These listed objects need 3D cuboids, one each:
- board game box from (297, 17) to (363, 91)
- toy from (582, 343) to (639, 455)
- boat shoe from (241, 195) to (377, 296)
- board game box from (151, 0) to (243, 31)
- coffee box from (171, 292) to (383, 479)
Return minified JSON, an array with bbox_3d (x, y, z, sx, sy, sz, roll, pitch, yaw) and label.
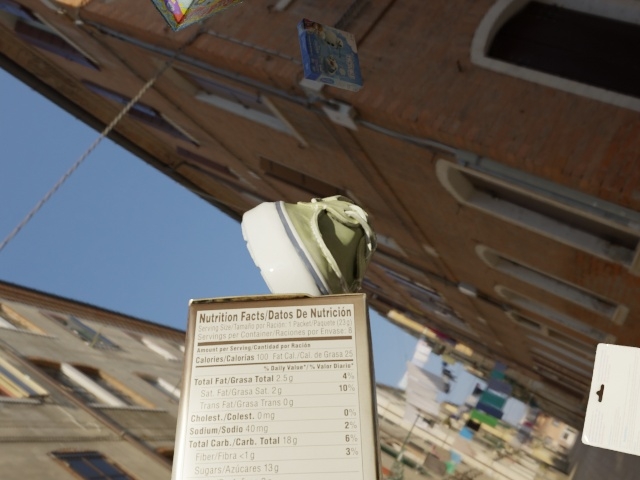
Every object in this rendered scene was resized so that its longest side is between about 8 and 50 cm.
[{"bbox_3d":[0.014,-0.261,0.915,0.090,0.020,0.090,6,-113,-35],"label":"board game box"},{"bbox_3d":[0.445,0.208,0.756,0.056,0.237,0.137,58,-133,-43],"label":"toy"},{"bbox_3d":[0.000,0.000,0.564,0.094,0.109,0.302,-27,8,3],"label":"boat shoe"},{"bbox_3d":[-0.122,-0.408,0.794,0.144,0.142,0.275,-40,8,-36],"label":"board game box"},{"bbox_3d":[-0.015,0.167,0.328,0.141,0.098,0.246,83,-175,-56],"label":"coffee box"}]
